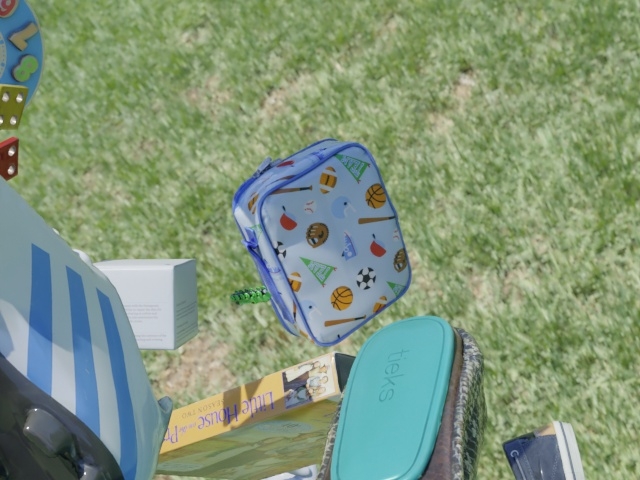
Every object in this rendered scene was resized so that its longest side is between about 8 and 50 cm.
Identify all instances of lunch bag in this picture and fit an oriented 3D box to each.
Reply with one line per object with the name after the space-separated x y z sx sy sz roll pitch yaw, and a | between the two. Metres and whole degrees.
0.000 0.000 1.435 0.243 0.303 0.115 -32 25 -21 | lunch bag

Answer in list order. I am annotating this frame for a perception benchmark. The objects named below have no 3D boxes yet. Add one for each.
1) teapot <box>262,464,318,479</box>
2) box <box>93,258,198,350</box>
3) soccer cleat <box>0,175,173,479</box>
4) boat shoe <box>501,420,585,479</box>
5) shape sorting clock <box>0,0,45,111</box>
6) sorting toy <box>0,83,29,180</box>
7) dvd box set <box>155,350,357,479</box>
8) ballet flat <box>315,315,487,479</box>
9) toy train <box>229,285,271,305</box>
-0.103 0.577 2.157 0.187 0.256 0.252 -2 14 -6 | teapot
-0.188 0.065 0.968 0.101 0.087 0.102 -1 4 6 | box
-0.202 0.025 0.562 0.116 0.331 0.143 -20 18 22 | soccer cleat
0.435 0.586 1.704 0.156 0.187 0.500 -10 65 9 | boat shoe
-0.415 -0.214 1.067 0.206 0.206 0.040 -46 42 -13 | shape sorting clock
-0.383 -0.074 0.878 0.046 0.132 0.274 23 36 14 | sorting toy
-0.044 0.268 1.331 0.420 0.307 0.062 -24 61 32 | dvd box set
0.048 0.237 0.662 0.164 0.182 0.483 -13 19 25 | ballet flat
-0.102 0.082 1.351 0.083 0.023 0.017 -12 30 49 | toy train
